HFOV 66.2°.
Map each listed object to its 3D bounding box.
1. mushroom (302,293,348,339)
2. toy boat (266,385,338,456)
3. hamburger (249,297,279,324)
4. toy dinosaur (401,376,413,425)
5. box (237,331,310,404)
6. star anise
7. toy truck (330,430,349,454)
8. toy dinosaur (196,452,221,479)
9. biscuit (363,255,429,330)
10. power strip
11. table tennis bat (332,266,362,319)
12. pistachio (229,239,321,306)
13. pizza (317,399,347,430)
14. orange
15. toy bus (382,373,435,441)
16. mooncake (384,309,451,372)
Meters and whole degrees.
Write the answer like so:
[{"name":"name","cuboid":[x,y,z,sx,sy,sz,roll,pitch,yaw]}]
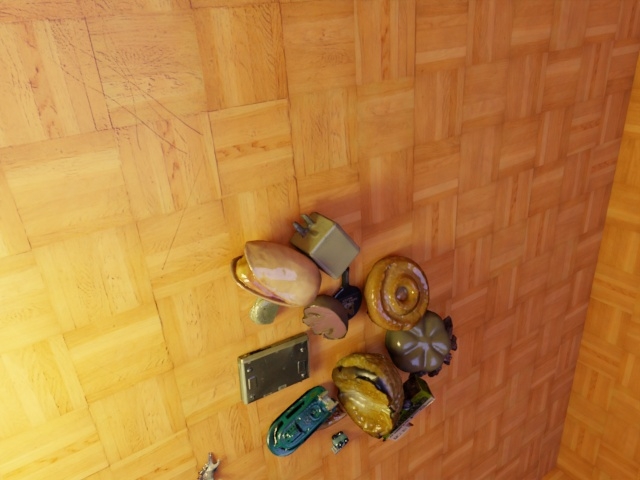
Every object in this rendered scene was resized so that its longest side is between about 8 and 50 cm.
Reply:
[{"name":"mushroom","cuboid":[0.028,0.263,1.743,0.188,0.141,0.117,53,45,-23]},{"name":"toy boat","cuboid":[-0.071,0.676,1.823,0.299,0.092,0.134,-40,89,-18]},{"name":"hamburger","cuboid":[-0.189,0.231,1.617,0.084,0.054,0.121,1,116,-38]},{"name":"toy dinosaur","cuboid":[0.304,0.680,2.125,0.207,0.113,0.327,-12,114,-32]},{"name":"box","cuboid":[-0.158,0.454,1.737,0.270,0.045,0.210,-14,115,-31]},{"name":"star anise","cuboid":[0.498,0.483,2.176,0.332,0.118,0.331,-10,110,-31]},{"name":"toy truck","cuboid":[0.077,0.862,2.079,0.073,0.056,0.090,-12,129,-38]},{"name":"toy dinosaur","cuboid":[-0.394,0.847,1.736,0.082,0.039,0.208,-10,104,-29]},{"name":"biscuit","cuboid":[0.301,0.202,1.875,0.296,0.102,0.296,3,85,-32]},{"name":"power strip","cuboid":[0.000,0.000,1.596,0.139,0.140,0.224,-50,130,-6]},{"name":"table tennis bat","cuboid":[0.093,0.204,1.826,0.150,0.027,0.236,-18,121,-28]},{"name":"pistachio","cuboid":[-0.131,0.111,1.520,0.299,0.187,0.187,22,96,-32]},{"name":"pizza","cuboid":[0.000,0.696,1.947,0.271,0.056,0.134,17,107,-40]},{"name":"orange","cuboid":[0.197,0.570,1.917,0.210,0.271,0.368,-50,138,-45]},{"name":"toy bus","cuboid":[0.341,0.700,2.039,0.139,0.113,0.301,29,112,-27]},{"name":"mooncake","cuboid":[0.401,0.412,2.003,0.275,0.135,0.274,2,83,-13]}]
